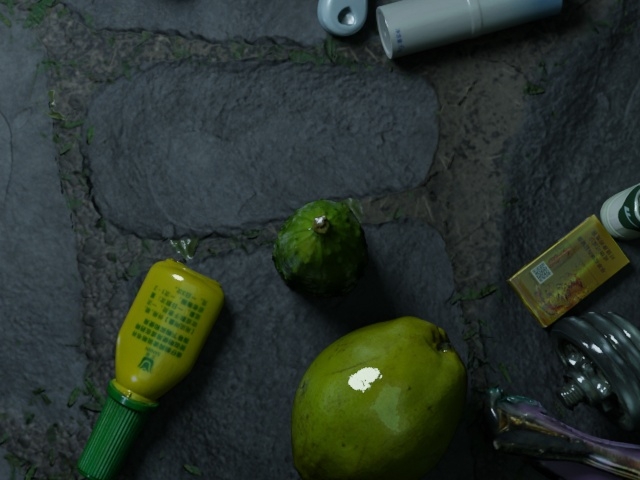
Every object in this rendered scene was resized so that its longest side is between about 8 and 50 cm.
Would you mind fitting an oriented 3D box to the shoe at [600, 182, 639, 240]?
[{"bbox_3d":[0.522,-0.078,1.433,0.265,0.110,0.095,-30,88,-3],"label":"shoe"}]

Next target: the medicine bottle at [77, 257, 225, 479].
[{"bbox_3d":[-0.236,0.177,1.381,0.111,0.076,0.309,26,85,4],"label":"medicine bottle"}]

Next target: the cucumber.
[{"bbox_3d":[0.003,0.002,1.329,0.134,0.244,0.134,0,81,1],"label":"cucumber"}]

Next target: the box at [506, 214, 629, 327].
[{"bbox_3d":[0.348,0.043,1.456,0.156,0.022,0.089,-39,88,-5],"label":"box"}]

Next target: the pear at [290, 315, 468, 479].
[{"bbox_3d":[0.072,0.219,1.334,0.212,0.212,0.269,42,102,0],"label":"pear"}]

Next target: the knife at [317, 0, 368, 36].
[{"bbox_3d":[0.065,-0.445,1.427,0.080,0.044,0.332,11,96,-24],"label":"knife"}]

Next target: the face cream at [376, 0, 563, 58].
[{"bbox_3d":[0.207,-0.320,1.441,0.250,0.077,0.077,-15,88,-4],"label":"face cream"}]

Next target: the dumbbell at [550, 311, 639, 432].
[{"bbox_3d":[0.485,0.099,1.385,0.406,0.179,0.179,-34,89,-6],"label":"dumbbell"}]

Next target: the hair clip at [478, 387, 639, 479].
[{"bbox_3d":[0.380,0.306,1.405,0.358,0.095,0.110,20,86,-4],"label":"hair clip"}]
